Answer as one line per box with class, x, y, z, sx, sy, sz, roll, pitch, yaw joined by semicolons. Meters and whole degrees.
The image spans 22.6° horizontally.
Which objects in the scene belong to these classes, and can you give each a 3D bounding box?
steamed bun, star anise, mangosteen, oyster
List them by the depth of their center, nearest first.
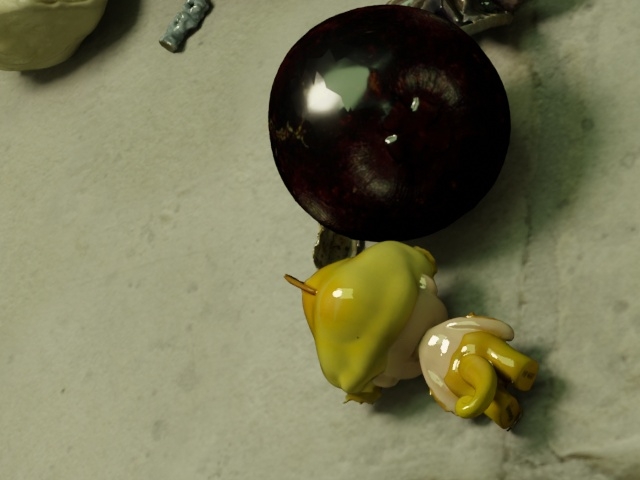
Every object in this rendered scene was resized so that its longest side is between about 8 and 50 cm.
mangosteen;0.058;-0.111;1.513;0.228;0.228;0.265;-46;12;-2
oyster;0.000;0.000;1.564;0.038;0.080;0.083;-37;1;42
star anise;0.148;-0.253;1.639;0.230;0.081;0.262;-22;33;12
steamed bun;-0.403;-0.347;2.038;0.203;0.276;0.289;-47;63;36

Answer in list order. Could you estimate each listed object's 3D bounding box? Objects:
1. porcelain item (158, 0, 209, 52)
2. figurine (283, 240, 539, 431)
porcelain item;-0.165;-0.267;1.942;0.036;0.028;0.083;9;62;45
figurine;0.074;0.083;1.404;0.246;0.131;0.156;22;87;35
